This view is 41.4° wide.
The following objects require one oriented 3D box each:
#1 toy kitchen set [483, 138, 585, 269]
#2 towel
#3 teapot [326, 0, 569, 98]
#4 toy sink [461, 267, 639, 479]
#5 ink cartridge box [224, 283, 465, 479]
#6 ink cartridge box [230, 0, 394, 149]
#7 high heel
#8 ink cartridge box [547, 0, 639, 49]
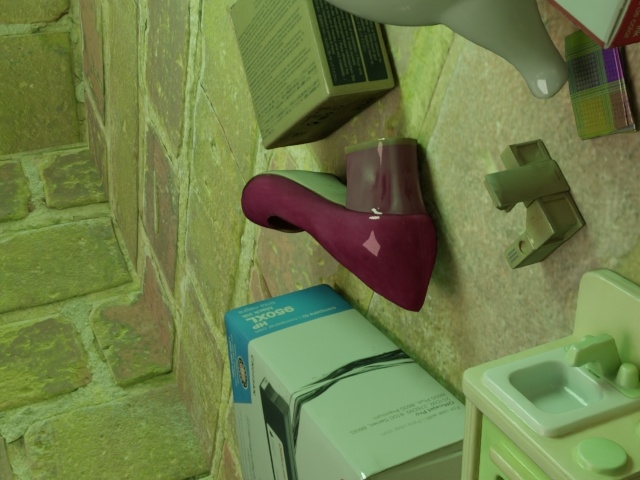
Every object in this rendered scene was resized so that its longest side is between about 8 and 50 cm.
[{"bbox_3d":[0.159,-0.027,0.709,0.075,0.068,0.083,120,133,-59],"label":"toy kitchen set"},{"bbox_3d":[0.205,-0.116,0.627,0.060,0.009,0.083,173,85,-68],"label":"towel"},{"bbox_3d":[0.090,-0.269,0.610,0.252,0.187,0.256,30,106,35],"label":"teapot"},{"bbox_3d":[0.196,0.163,0.642,0.153,0.131,0.234,42,139,54],"label":"toy sink"},{"bbox_3d":[0.033,0.269,1.044,0.395,0.166,0.285,38,136,56],"label":"ink cartridge box"},{"bbox_3d":[-0.018,-0.229,0.993,0.234,0.088,0.193,159,98,-68],"label":"ink cartridge box"},{"bbox_3d":[0.000,0.000,1.011,0.377,0.127,0.181,167,101,-64],"label":"high heel"},{"bbox_3d":[0.186,-0.171,0.428,0.072,0.175,0.127,96,151,-44],"label":"ink cartridge box"}]
